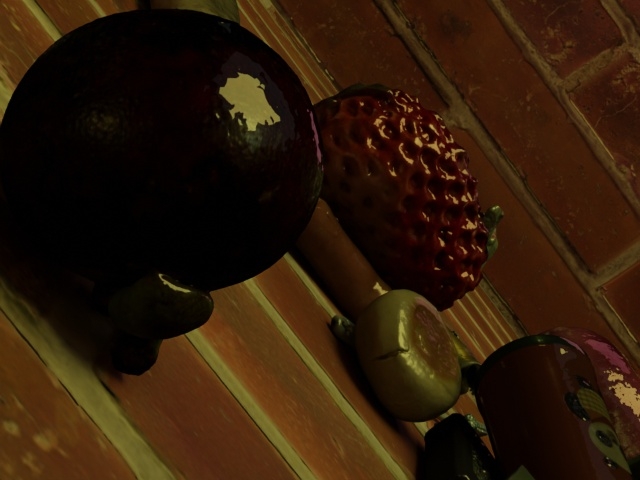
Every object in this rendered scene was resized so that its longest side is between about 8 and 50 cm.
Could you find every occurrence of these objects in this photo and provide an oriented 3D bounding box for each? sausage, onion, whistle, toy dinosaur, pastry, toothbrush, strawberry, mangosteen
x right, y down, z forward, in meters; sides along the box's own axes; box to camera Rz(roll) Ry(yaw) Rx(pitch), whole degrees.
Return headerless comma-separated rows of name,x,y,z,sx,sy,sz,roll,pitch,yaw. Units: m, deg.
sausage,0.000,0.001,1.482,0.304,0.078,0.078,50,10,-31
onion,0.489,0.322,2.088,0.358,0.345,0.358,178,-90,-87
whistle,0.144,0.123,1.703,0.068,0.057,0.326,23,14,-25
toy dinosaur,0.227,0.049,2.151,0.092,0.205,0.393,50,-11,13
pastry,0.099,0.135,1.393,0.156,0.092,0.156,47,25,-30
toothbrush,0.113,0.185,1.535,0.386,0.040,0.040,40,17,-44
strawberry,0.078,-0.035,1.557,0.336,0.265,0.149,51,35,-11
mangosteen,-0.102,-0.040,0.771,0.216,0.216,0.216,52,10,-13

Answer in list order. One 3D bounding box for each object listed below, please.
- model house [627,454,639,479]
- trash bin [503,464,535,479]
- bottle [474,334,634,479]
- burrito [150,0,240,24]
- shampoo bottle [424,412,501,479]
model house,0.423,0.460,1.333,0.340,0.300,0.324,48,17,-33
trash bin,0.219,0.370,1.006,0.343,0.158,0.223,56,10,13
bottle,0.267,0.263,1.291,0.144,0.144,0.336,48,20,-35
burrito,-0.169,-0.300,1.624,0.143,0.105,0.299,43,16,-33
shampoo bottle,0.164,0.266,1.359,0.098,0.071,0.309,53,10,-2
